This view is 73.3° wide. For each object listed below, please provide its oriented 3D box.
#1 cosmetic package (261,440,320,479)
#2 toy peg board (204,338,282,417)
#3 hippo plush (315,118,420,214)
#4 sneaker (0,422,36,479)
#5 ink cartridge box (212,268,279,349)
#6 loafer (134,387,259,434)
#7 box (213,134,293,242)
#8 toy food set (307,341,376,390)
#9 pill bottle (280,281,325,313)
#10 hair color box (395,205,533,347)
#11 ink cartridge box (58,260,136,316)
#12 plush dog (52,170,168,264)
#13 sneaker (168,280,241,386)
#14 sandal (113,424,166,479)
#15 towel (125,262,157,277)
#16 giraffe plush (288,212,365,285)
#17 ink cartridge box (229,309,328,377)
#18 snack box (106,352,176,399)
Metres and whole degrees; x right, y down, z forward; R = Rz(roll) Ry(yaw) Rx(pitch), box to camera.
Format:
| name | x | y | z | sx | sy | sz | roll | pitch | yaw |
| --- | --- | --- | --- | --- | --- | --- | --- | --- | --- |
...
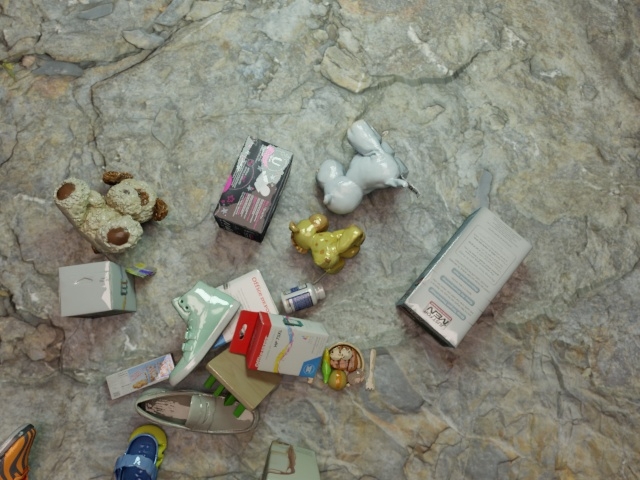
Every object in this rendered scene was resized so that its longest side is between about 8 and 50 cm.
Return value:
| name | x | y | z | sx | sy | sz | roll | pitch | yaw |
| --- | --- | --- | --- | --- | --- | --- | --- | --- | --- |
| cosmetic package | -0.080 | 0.598 | 1.011 | 0.129 | 0.296 | 0.153 | 16 | 78 | -2 |
| toy peg board | -0.214 | 0.370 | 1.139 | 0.161 | 0.160 | 0.079 | 41 | 112 | 9 |
| hippo plush | 0.121 | -0.173 | 1.259 | 0.236 | 0.234 | 0.294 | -38 | 66 | 20 |
| sneaker | -0.745 | 0.627 | 1.064 | 0.180 | 0.124 | 0.321 | 26 | 89 | -2 |
| ink cartridge box | -0.232 | 0.190 | 1.192 | 0.203 | 0.086 | 0.148 | -24 | 81 | -8 |
| loafer | -0.320 | 0.449 | 1.120 | 0.319 | 0.111 | 0.112 | 6 | 76 | -3 |
| box | -0.184 | -0.138 | 1.223 | 0.142 | 0.163 | 0.247 | 22 | 78 | -3 |
| toy food set | 0.064 | 0.351 | 1.203 | 0.192 | 0.038 | 0.132 | 7 | 78 | -2 |
| pill bottle | -0.049 | 0.160 | 1.220 | 0.120 | 0.067 | 0.067 | -18 | 80 | -7 |
| hair color box | 0.412 | 0.104 | 1.240 | 0.185 | 0.113 | 0.374 | 41 | 78 | 5 |
| ink cartridge box | -0.582 | 0.134 | 1.134 | 0.128 | 0.176 | 0.127 | -8 | 79 | -5 |
| plush dog | -0.553 | -0.078 | 1.197 | 0.262 | 0.210 | 0.225 | 37 | 59 | 7 |
| sneaker | -0.335 | 0.227 | 1.088 | 0.151 | 0.094 | 0.256 | 34 | 72 | -2 |
| sandal | -0.465 | 0.637 | 1.062 | 0.126 | 0.138 | 0.317 | 0 | 80 | -6 |
| towel | -0.499 | 0.082 | 1.202 | 0.060 | 0.083 | 0.009 | 19 | 100 | 1 |
| giraffe plush | 0.000 | 0.000 | 1.212 | 0.210 | 0.181 | 0.170 | -37 | 71 | -27 |
| ink cartridge box | -0.111 | 0.272 | 1.133 | 0.231 | 0.078 | 0.134 | 14 | 102 | -19 |
| snack box | -0.484 | 0.368 | 1.171 | 0.178 | 0.022 | 0.064 | -19 | 80 | -7 |
